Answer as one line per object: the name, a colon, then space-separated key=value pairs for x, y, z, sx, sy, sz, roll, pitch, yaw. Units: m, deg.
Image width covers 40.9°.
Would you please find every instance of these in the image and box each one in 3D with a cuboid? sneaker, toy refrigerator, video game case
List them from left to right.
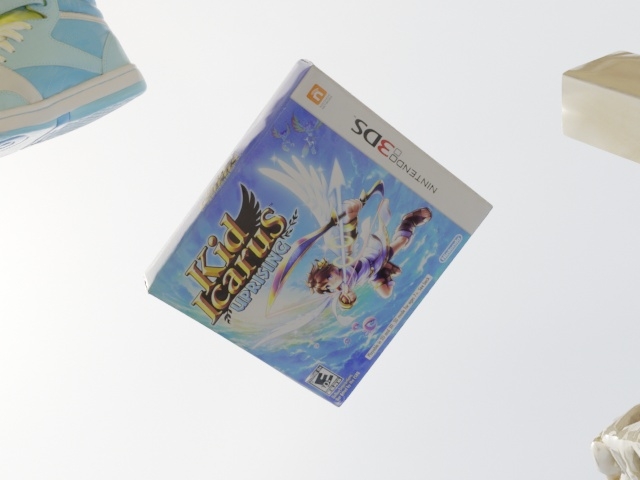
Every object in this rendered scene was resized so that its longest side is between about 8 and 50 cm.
sneaker: x=-0.357 y=-0.210 z=0.961 sx=0.127 sy=0.208 sz=0.319 roll=-19 pitch=-169 yaw=35
video game case: x=0.000 y=0.000 z=0.864 sx=0.270 sy=0.244 sz=0.061 roll=-54 pitch=-159 yaw=5
toy refrigerator: x=0.408 y=-0.134 z=0.978 sx=0.102 sy=0.094 sz=0.269 roll=-24 pitch=-147 yaw=-22

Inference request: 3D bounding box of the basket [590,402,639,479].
basket: x=0.326 y=0.128 z=0.260 sx=0.331 sy=0.266 sz=0.328 roll=-26 pitch=-94 yaw=-8
